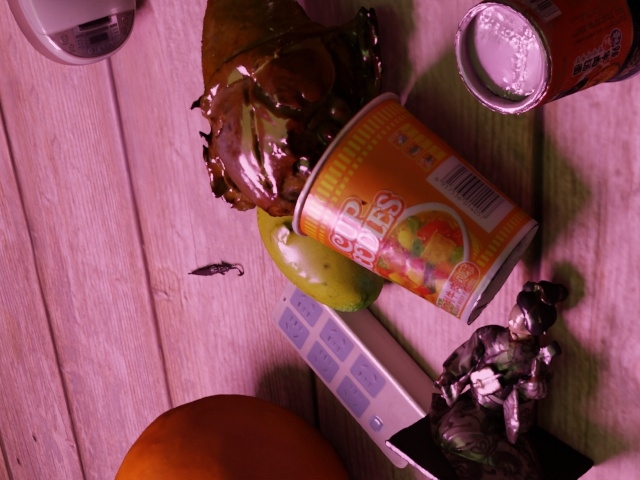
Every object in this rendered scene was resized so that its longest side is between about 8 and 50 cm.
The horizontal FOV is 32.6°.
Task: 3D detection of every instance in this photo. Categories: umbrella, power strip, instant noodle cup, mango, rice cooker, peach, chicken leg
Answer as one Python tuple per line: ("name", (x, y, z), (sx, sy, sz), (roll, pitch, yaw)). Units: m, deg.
("umbrella", (-0.142, 0.039, 1.436), (0.122, 0.013, 0.022), (-2, 132, 48))
("power strip", (0.046, 0.143, 1.259), (0.270, 0.046, 0.118), (48, 141, 16))
("instant noodle cup", (0.178, -0.160, 0.840), (0.127, 0.136, 0.127), (28, 133, 35))
("mango", (-0.001, 0.001, 1.180), (0.119, 0.100, 0.178), (-22, 102, 50))
("rice cooker", (-0.305, -0.307, 1.300), (0.127, 0.145, 0.206), (-12, 101, 62))
("peach", (-0.108, 0.358, 1.362), (0.343, 0.302, 0.342), (4, 102, 21))
("chicken leg", (-0.039, -0.203, 1.065), (0.211, 0.140, 0.361), (-4, 94, 20))
("instant noodle cup", (0.096, -0.021, 1.018), (0.185, 0.168, 0.168), (37, 137, 14))

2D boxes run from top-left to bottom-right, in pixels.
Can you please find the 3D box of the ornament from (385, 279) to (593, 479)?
("ornament", (0.176, 0.129, 1.035), (0.166, 0.153, 0.196), (31, 124, 32))
